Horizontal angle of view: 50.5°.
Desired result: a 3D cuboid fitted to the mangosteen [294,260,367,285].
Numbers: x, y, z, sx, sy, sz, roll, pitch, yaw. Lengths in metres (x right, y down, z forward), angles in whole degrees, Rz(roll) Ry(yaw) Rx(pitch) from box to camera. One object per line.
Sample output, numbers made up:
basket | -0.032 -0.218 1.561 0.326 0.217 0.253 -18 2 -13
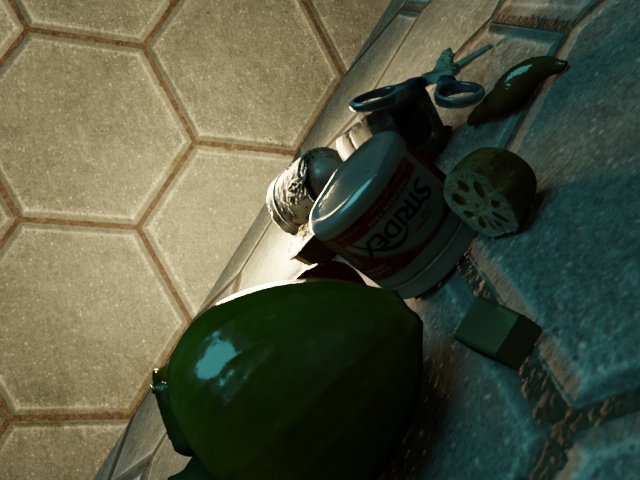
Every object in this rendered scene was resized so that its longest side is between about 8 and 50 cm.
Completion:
mangosteen | 0.006 0.111 1.189 0.156 0.146 0.181 -61 14 -7

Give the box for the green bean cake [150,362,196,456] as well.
green bean cake | -0.165 0.270 1.214 0.247 0.156 0.250 -19 5 -17

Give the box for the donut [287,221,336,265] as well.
donut | -0.002 0.000 1.605 0.141 0.085 0.217 -63 14 -25

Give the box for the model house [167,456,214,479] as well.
model house | -0.191 0.410 1.253 0.167 0.117 0.088 -48 11 42

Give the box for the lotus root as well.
lotus root | 0.227 -0.071 0.916 0.081 0.112 0.122 -54 11 -18

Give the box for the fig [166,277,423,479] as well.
fig | -0.014 0.173 0.845 0.316 0.316 0.316 -52 14 19

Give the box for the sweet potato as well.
sweet potato | 0.312 -0.246 1.157 0.069 0.059 0.249 -41 1 -29

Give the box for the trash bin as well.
trash bin | 0.199 0.104 0.763 0.061 0.043 0.092 -57 17 -3

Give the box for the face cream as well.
face cream | 0.111 -0.040 1.053 0.201 0.187 0.201 -46 17 18

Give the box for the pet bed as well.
pet bed | 0.153 -0.195 1.412 0.183 0.159 0.211 -31 4 -24

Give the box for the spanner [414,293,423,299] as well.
spanner | 0.145 0.051 1.132 0.046 0.012 0.208 -54 14 13

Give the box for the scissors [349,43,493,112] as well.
scissors | 0.242 -0.329 1.338 0.256 0.029 0.383 5 31 32

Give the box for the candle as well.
candle | 0.000 -0.135 1.717 0.330 0.187 0.187 -33 27 56
